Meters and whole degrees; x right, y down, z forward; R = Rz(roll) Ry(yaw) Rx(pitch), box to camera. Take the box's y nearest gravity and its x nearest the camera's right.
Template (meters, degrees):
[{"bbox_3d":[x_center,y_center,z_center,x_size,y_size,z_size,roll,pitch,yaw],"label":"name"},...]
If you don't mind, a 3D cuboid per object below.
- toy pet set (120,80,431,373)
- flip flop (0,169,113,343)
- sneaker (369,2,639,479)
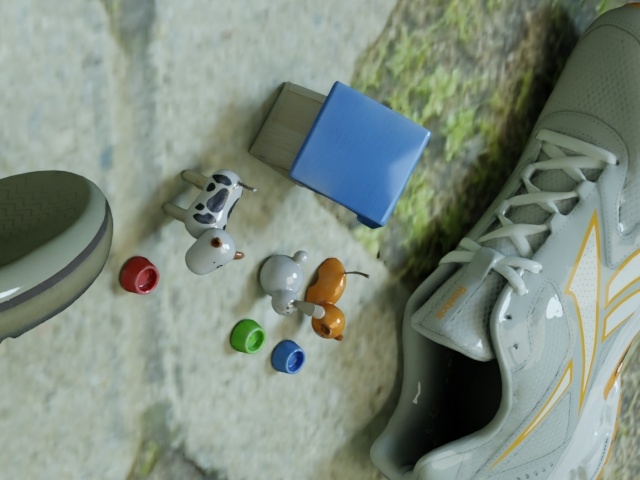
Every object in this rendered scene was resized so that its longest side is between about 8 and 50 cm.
[{"bbox_3d":[0.000,0.000,0.671,0.122,0.065,0.114,31,85,-51],"label":"toy pet set"},{"bbox_3d":[-0.176,-0.006,0.460,0.277,0.112,0.080,-5,98,-40],"label":"flip flop"},{"bbox_3d":[0.104,0.013,0.771,0.121,0.099,0.262,7,102,-45],"label":"sneaker"}]
